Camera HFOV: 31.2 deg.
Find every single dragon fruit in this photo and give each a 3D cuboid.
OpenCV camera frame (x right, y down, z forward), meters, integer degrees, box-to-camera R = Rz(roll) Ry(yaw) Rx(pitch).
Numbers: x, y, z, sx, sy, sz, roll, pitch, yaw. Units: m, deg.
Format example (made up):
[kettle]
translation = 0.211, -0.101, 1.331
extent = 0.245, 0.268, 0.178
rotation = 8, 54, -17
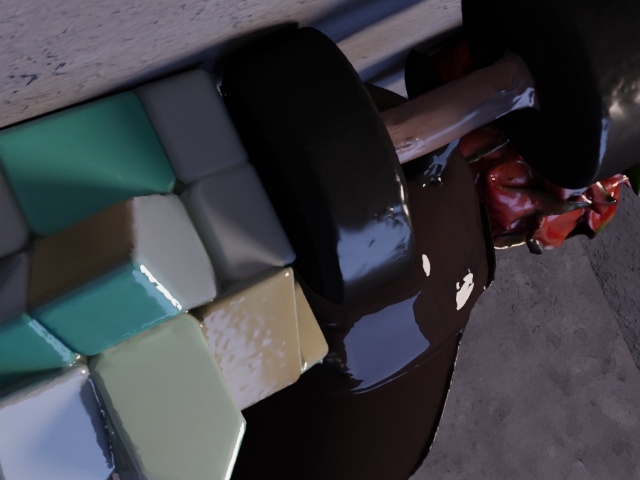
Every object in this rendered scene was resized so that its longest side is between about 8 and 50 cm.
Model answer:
[dragon fruit]
translation = 0.157, -0.096, 1.040
extent = 0.293, 0.233, 0.234
rotation = -9, -175, 18

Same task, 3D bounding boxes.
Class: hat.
[hat]
translation = -0.013, 0.011, 0.799
extent = 0.238, 0.336, 0.209
rotation = 4, 159, 23

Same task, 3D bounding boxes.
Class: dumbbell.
[dumbbell]
translation = 0.069, -0.073, 0.655
extent = 0.218, 0.152, 0.152
rotation = -25, -179, -10

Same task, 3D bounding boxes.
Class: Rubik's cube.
[Rubik's cube]
translation = -0.112, 0.043, 0.628
extent = 0.224, 0.213, 0.265
rotation = -23, 177, -31
